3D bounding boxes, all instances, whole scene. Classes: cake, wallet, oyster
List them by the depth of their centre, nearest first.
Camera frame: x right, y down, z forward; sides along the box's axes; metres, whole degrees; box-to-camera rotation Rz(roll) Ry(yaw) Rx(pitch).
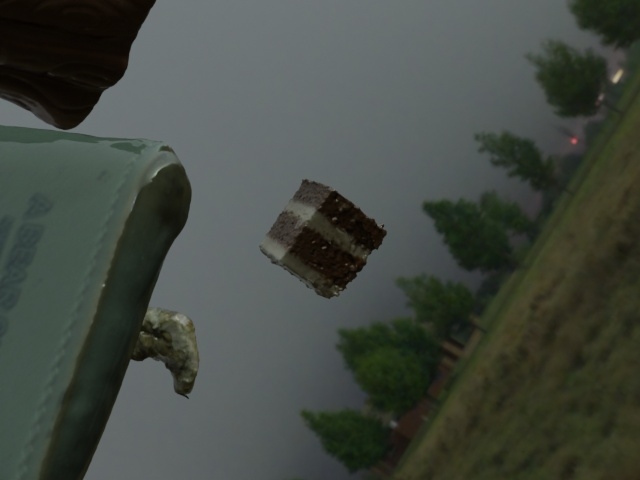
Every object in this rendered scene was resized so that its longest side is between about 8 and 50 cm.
[{"bbox_3d":[-0.270,0.039,0.596,0.083,0.360,0.252,51,-130,-61],"label":"wallet"},{"bbox_3d":[-0.187,0.055,0.716,0.106,0.199,0.061,-103,25,-73],"label":"oyster"},{"bbox_3d":[0.000,0.000,1.506,0.147,0.135,0.134,-55,24,-6],"label":"cake"}]

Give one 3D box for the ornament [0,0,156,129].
[{"bbox_3d":[-0.285,-0.207,0.778,0.217,0.235,0.221,-3,-74,-53],"label":"ornament"}]
